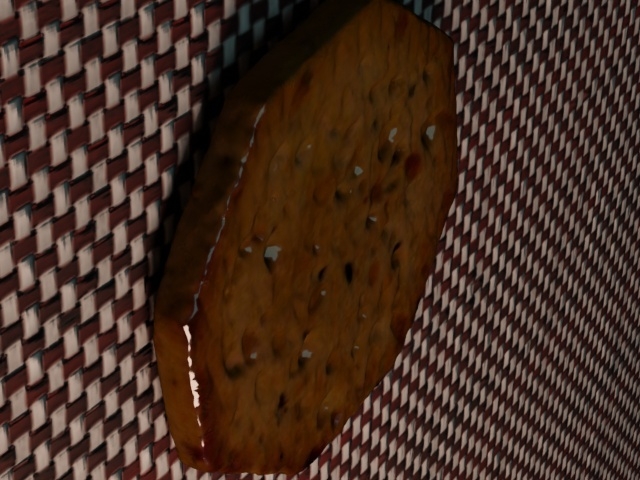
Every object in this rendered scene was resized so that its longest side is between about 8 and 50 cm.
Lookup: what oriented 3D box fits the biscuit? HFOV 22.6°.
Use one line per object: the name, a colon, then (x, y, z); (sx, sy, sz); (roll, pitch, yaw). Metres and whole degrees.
biscuit: (-0.001, 0.000, 1.090); (0.359, 0.046, 0.359); (-39, 138, -46)
